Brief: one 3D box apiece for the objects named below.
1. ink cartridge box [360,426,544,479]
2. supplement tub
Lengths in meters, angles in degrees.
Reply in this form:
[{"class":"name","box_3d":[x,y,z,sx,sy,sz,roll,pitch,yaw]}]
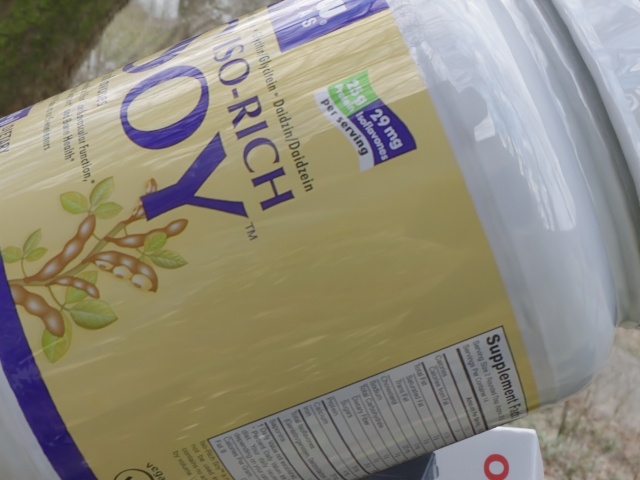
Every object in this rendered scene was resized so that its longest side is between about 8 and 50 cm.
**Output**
[{"class":"ink cartridge box","box_3d":[0.014,0.229,0.659,0.272,0.114,0.197,2,62,14]},{"class":"supplement tub","box_3d":[0.000,0.000,0.489,0.331,0.241,0.241,-22,22,4]}]
